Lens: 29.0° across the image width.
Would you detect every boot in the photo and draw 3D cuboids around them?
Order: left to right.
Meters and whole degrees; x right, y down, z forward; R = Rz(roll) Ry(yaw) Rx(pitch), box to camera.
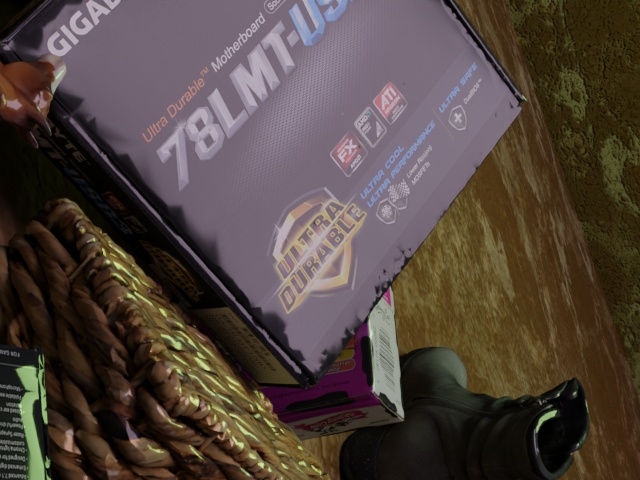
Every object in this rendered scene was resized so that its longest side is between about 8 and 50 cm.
[{"bbox_3d":[0.173,0.185,1.278,0.118,0.222,0.338,69,21,-12],"label":"boot"}]

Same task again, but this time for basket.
[{"bbox_3d":[-0.133,0.150,0.706,0.213,0.223,0.299,49,-2,44],"label":"basket"}]

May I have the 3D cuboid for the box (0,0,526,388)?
[{"bbox_3d":[-0.030,-0.104,0.834,0.293,0.073,0.295,51,61,-21],"label":"box"}]

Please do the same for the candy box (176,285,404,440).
[{"bbox_3d":[-0.028,0.036,0.960,0.071,0.159,0.234,47,35,-56],"label":"candy box"}]

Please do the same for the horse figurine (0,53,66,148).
[{"bbox_3d":[-0.212,-0.189,0.624,0.263,0.066,0.175,56,30,-37],"label":"horse figurine"}]

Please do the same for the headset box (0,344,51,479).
[{"bbox_3d":[-0.210,0.169,0.397,0.246,0.131,0.283,18,58,-55],"label":"headset box"}]
